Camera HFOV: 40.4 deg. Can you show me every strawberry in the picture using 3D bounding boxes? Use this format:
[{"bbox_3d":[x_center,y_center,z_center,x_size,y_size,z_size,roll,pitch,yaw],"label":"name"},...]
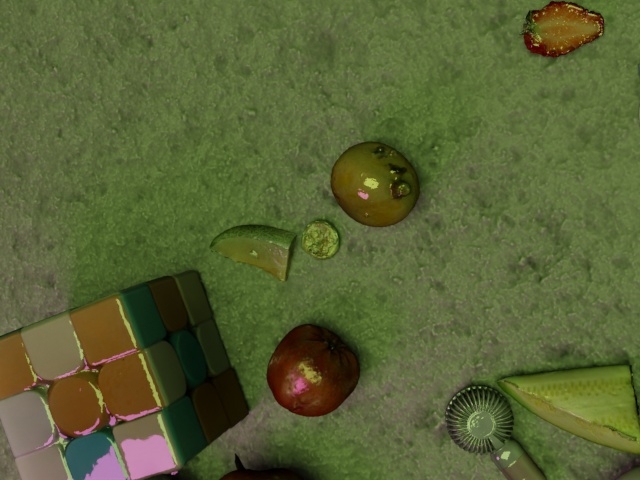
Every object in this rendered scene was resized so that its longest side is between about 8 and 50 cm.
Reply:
[{"bbox_3d":[0.439,-0.384,1.593,0.152,0.048,0.103,2,89,1],"label":"strawberry"}]

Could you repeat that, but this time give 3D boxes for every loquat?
[{"bbox_3d":[0.108,-0.106,1.642,0.172,0.204,0.149,47,73,-22],"label":"loquat"}]

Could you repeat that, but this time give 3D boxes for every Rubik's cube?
[{"bbox_3d":[-0.398,0.283,1.728,0.347,0.346,0.344,-20,89,15],"label":"Rubik's cube"}]

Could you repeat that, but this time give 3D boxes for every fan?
[{"bbox_3d":[0.342,0.392,1.680,0.130,0.074,0.244,-38,90,4],"label":"fan"}]

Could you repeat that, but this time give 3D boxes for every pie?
[{"bbox_3d":[0.001,-0.001,1.759,0.084,0.021,0.084,1,92,18],"label":"pie"}]

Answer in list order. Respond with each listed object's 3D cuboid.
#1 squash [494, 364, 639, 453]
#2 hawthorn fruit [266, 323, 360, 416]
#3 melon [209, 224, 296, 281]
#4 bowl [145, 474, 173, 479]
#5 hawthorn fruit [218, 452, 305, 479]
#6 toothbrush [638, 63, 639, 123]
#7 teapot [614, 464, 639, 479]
[{"bbox_3d":[0.461,0.331,1.618,0.252,0.169,0.093,-9,137,15],"label":"squash"},{"bbox_3d":[-0.028,0.268,1.716,0.179,0.179,0.200,47,113,7],"label":"hawthorn fruit"},{"bbox_3d":[-0.142,0.011,1.794,0.182,0.054,0.098,21,115,13],"label":"melon"},{"bbox_3d":[-0.327,0.586,1.765,0.146,0.289,0.289,-26,88,15],"label":"bowl"},{"bbox_3d":[-0.123,0.566,1.722,0.268,0.268,0.300,-34,75,16],"label":"hawthorn fruit"},{"bbox_3d":[0.588,-0.221,1.578,0.017,0.022,0.204,-5,94,0],"label":"toothbrush"},{"bbox_3d":[0.638,0.513,1.535,0.280,0.252,0.423,-14,115,-20],"label":"teapot"}]
